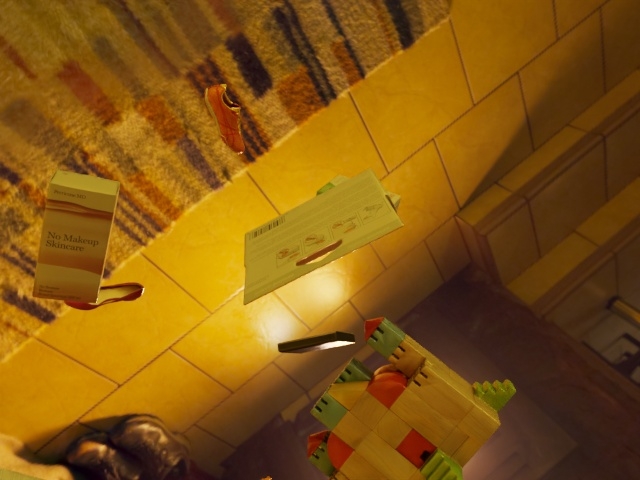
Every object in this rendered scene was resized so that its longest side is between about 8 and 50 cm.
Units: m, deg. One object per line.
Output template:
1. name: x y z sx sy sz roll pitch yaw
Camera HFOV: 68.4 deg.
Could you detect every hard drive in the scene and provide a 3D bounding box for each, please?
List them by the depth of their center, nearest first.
1. hard drive: -0.008 0.213 0.976 0.135 0.022 0.094 -17 160 22

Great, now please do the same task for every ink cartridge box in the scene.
1. ink cartridge box: 0.000 0.000 0.802 0.275 0.238 0.060 -27 120 7
2. ink cartridge box: 0.114 -0.108 1.446 0.160 0.220 0.092 -42 148 -51

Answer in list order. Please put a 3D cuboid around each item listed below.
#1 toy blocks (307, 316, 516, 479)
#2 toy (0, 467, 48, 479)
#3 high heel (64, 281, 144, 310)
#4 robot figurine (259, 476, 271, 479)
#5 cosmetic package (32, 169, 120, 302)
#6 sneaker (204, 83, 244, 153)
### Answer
1. toy blocks: 0.107 0.320 0.820 0.381 0.261 0.191 -54 169 9
2. toy: -0.557 0.515 0.896 0.237 0.137 0.056 40 88 -29
3. high heel: -0.731 0.183 1.602 0.244 0.082 0.117 4 154 -32
4. robot figurine: -0.160 0.657 1.092 0.211 0.291 0.084 -5 92 -15
5. cosmetic package: -0.604 -0.007 1.169 0.153 0.129 0.295 9 108 -24
6. sneaker: -0.213 -0.281 1.111 0.068 0.064 0.175 -15 130 7
